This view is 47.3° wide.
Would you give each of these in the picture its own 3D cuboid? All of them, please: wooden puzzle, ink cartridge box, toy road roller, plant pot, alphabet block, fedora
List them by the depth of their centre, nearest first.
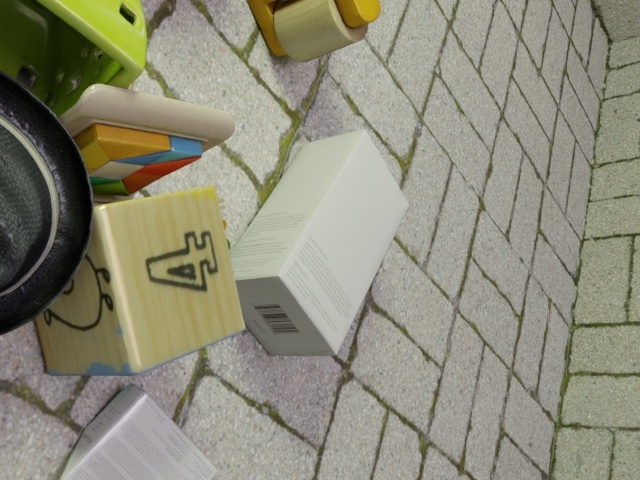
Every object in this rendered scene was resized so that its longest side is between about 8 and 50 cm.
[{"bbox_3d":[-0.384,-0.036,0.687,0.334,0.152,0.334,-3,99,-18],"label":"fedora"},{"bbox_3d":[-0.338,-0.270,0.823,0.227,0.228,0.207,35,42,-40],"label":"plant pot"},{"bbox_3d":[-0.254,-0.101,0.899,0.221,0.238,0.044,2,66,-51],"label":"wooden puzzle"},{"bbox_3d":[-0.238,0.049,0.929,0.193,0.192,0.197,-18,97,-53],"label":"alphabet block"},{"bbox_3d":[-0.269,0.333,0.970,0.225,0.056,0.181,-46,121,-23],"label":"ink cartridge box"},{"bbox_3d":[-0.007,-0.510,1.302,0.240,0.202,0.329,-41,114,-47],"label":"toy road roller"}]

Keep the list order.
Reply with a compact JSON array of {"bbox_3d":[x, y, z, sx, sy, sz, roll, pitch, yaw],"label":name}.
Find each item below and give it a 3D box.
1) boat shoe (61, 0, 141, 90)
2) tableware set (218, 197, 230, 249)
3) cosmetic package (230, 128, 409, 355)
[{"bbox_3d":[-0.288,-0.247,0.988,0.109,0.098,0.302,31,61,-45],"label":"boat shoe"},{"bbox_3d":[-0.198,-0.008,1.124,0.154,0.024,0.104,-17,101,-52],"label":"tableware set"},{"bbox_3d":[0.000,0.000,1.263,0.197,0.155,0.365,57,44,-29],"label":"cosmetic package"}]
